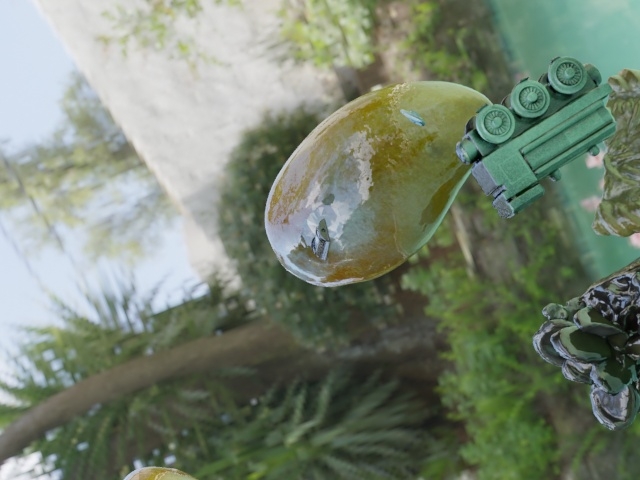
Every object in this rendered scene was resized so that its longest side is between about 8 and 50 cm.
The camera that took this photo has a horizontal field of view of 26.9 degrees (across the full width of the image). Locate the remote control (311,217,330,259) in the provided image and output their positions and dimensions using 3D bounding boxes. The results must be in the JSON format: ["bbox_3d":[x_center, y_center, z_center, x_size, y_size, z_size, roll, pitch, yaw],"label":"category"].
[{"bbox_3d":[0.000,0.000,1.505,0.091,0.016,0.034,103,155,-76],"label":"remote control"}]

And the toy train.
[{"bbox_3d":[0.220,-0.107,1.338,0.111,0.170,0.071,58,169,3],"label":"toy train"}]

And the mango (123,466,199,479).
[{"bbox_3d":[-0.178,0.442,1.822,0.350,0.201,0.199,50,-170,32],"label":"mango"}]

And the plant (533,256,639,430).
[{"bbox_3d":[0.453,0.121,1.855,0.199,0.276,0.188,57,162,0],"label":"plant"}]

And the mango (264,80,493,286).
[{"bbox_3d":[0.076,-0.078,1.836,0.221,0.384,0.199,57,-154,6],"label":"mango"}]

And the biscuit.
[{"bbox_3d":[0.490,-0.138,1.943,0.036,0.187,0.273,36,-124,-51],"label":"biscuit"}]

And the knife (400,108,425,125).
[{"bbox_3d":[0.107,-0.139,1.510,0.027,0.010,0.096,26,-176,8],"label":"knife"}]
